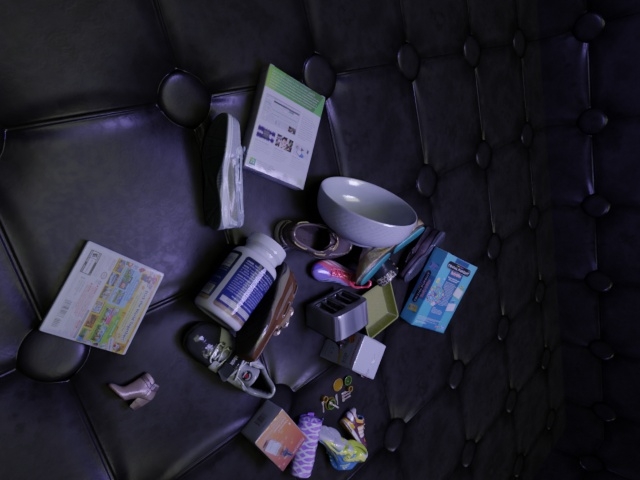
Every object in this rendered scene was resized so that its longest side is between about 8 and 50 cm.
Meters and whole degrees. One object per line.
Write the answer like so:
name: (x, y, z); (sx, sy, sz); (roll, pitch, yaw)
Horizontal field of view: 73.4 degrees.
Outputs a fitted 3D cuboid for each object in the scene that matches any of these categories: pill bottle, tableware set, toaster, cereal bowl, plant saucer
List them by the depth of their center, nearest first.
pill bottle: (-0.222, 0.112, 1.234); (0.153, 0.153, 0.265); (49, 64, -32)
cereal bowl: (0.141, -0.079, 1.442); (0.339, 0.339, 0.141); (-6, 128, -40)
toaster: (0.062, 0.256, 1.471); (0.168, 0.185, 0.110); (-23, 119, -36)
tableware set: (0.065, 0.574, 1.612); (0.154, 0.024, 0.104); (-14, 103, -39)
plant saucer: (0.218, 0.263, 1.698); (0.188, 0.045, 0.188); (-29, 112, -35)

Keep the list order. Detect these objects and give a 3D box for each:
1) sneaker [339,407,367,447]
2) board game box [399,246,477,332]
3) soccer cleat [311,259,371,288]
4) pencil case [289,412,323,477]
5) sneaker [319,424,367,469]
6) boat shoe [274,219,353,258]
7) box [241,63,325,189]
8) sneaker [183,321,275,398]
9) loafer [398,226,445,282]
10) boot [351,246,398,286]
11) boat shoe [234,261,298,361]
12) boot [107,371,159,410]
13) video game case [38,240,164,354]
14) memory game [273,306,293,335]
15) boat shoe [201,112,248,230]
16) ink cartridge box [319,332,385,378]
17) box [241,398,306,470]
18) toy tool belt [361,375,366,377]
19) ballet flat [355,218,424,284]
sneaker: (0.149, 0.732, 1.669); (0.084, 0.069, 0.185); (-42, 121, -24)
board game box: (0.518, 0.222, 1.874); (0.253, 0.079, 0.336); (22, 96, -40)
soccer cleat: (0.076, 0.124, 1.527); (0.248, 0.095, 0.083); (19, 85, -41)
pencil case: (-0.053, 0.706, 1.488); (0.086, 0.088, 0.206); (14, 84, -8)
sneaker: (0.054, 0.778, 1.579); (0.240, 0.091, 0.126); (33, 101, -15)
boat shoe: (0.000, 0.000, 1.450); (0.324, 0.096, 0.117); (15, 84, -40)
box: (-0.117, -0.345, 1.345); (0.232, 0.058, 0.322); (19, 83, -40)
sneaker: (-0.246, 0.353, 1.246); (0.330, 0.146, 0.122); (47, 67, -32)
loafer: (0.417, 0.055, 1.836); (0.302, 0.095, 0.109); (-44, 150, -24)
boot: (0.245, 0.042, 1.654); (0.236, 0.085, 0.179); (-47, 109, -19)
boat shoe: (-0.142, 0.216, 1.284); (0.120, 0.122, 0.324); (49, 47, -32)
boot: (-0.481, 0.380, 1.117); (0.087, 0.042, 0.118); (-50, 124, -33)
video game case: (-0.529, 0.145, 1.059); (0.206, 0.026, 0.227); (33, 72, -38)
memory game: (-0.163, 0.226, 1.389); (0.186, 0.012, 0.186); (-5, 98, -40)
boat shoe: (-0.259, -0.189, 1.204); (0.103, 0.118, 0.321); (-7, 103, -46)
ink cartridge box: (0.115, 0.395, 1.535); (0.127, 0.176, 0.128); (34, 72, -38)
box: (-0.148, 0.628, 1.390); (0.130, 0.091, 0.170); (-48, 122, -27)
toy tool belt: (0.174, 0.488, 1.680); (0.051, 0.052, 0.083); (-83, 161, -66)
ballet flat: (0.223, 0.020, 1.543); (0.348, 0.123, 0.123); (-39, 119, -18)
